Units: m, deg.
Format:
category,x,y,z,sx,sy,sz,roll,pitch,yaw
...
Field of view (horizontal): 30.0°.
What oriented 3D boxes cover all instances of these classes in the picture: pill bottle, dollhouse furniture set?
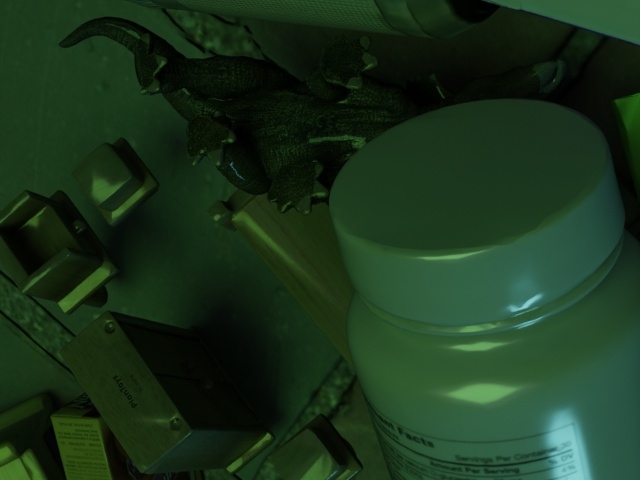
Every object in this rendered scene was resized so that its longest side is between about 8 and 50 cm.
category,x,y,z,sx,sy,sz,roll,pitch,yaw
pill bottle,0.105,0.079,0.634,0.160,0.160,0.283,2,128,28
dollhouse furniture set,0.000,0.000,0.853,0.355,0.174,0.303,-41,73,5

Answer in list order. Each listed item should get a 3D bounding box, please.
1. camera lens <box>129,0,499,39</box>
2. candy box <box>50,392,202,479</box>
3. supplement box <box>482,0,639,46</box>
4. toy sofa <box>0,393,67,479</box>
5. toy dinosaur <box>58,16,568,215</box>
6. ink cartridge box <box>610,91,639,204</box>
category,x,y,z,sx,sy,sz,roll,pitch,yaw
camera lens,-0.021,-0.225,0.621,0.274,0.219,0.219,11,114,24
candy box,-0.145,0.204,0.966,0.053,0.109,0.186,-1,108,29
supplement box,0.174,-0.171,0.580,0.111,0.220,0.113,22,120,20
toy sofa,-0.225,0.326,1.058,0.150,0.177,0.362,-26,96,9
toy dinosaur,-0.016,-0.065,0.710,0.314,0.160,0.121,5,83,23
ink cartridge box,0.279,0.027,0.656,0.189,0.097,0.255,-15,103,19
